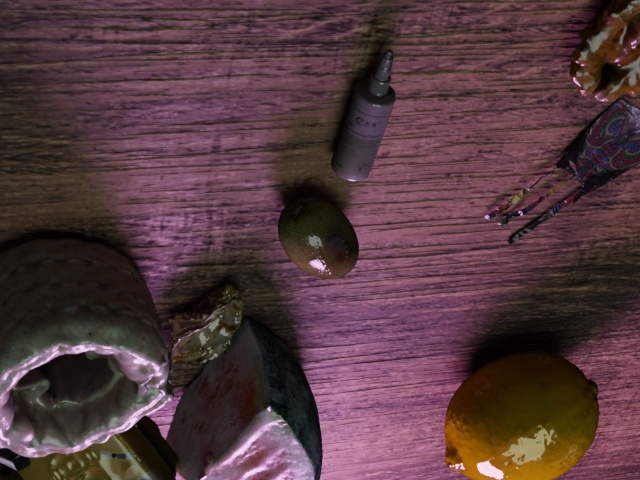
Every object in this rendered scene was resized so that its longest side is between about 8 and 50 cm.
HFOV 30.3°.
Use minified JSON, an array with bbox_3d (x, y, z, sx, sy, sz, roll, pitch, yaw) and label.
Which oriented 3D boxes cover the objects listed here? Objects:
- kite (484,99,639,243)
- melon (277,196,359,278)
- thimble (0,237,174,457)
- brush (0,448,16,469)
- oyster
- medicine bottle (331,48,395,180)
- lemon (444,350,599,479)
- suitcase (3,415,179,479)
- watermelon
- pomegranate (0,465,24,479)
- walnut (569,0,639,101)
[{"bbox_3d":[0.375,-0.091,1.766,0.285,0.015,0.152,-37,136,20],"label":"kite"},{"bbox_3d":[0.000,0.000,1.663,0.099,0.099,0.162,-28,141,10],"label":"melon"},{"bbox_3d":[-0.349,0.146,1.619,0.292,0.195,0.291,-13,143,-10],"label":"thimble"},{"bbox_3d":[-0.514,0.303,1.814,0.297,0.068,0.060,31,106,-34],"label":"brush"},{"bbox_3d":[-0.174,0.129,1.772,0.105,0.056,0.177,2,136,-32],"label":"oyster"},{"bbox_3d":[0.063,-0.166,1.534,0.058,0.057,0.199,0,136,-20],"label":"medicine bottle"},{"bbox_3d":[0.345,0.309,2.035,0.263,0.235,0.236,-2,140,10],"label":"lemon"},{"bbox_3d":[-0.346,0.332,1.832,0.194,0.143,0.235,-30,107,15],"label":"suitcase"},{"bbox_3d":[-0.127,0.315,1.896,0.258,0.228,0.387,-9,134,2],"label":"watermelon"},{"bbox_3d":[-0.476,0.404,1.927,0.122,0.122,0.161,36,86,-44],"label":"pomegranate"},{"bbox_3d":[0.400,-0.261,1.550,0.143,0.069,0.170,14,128,-31],"label":"walnut"}]
